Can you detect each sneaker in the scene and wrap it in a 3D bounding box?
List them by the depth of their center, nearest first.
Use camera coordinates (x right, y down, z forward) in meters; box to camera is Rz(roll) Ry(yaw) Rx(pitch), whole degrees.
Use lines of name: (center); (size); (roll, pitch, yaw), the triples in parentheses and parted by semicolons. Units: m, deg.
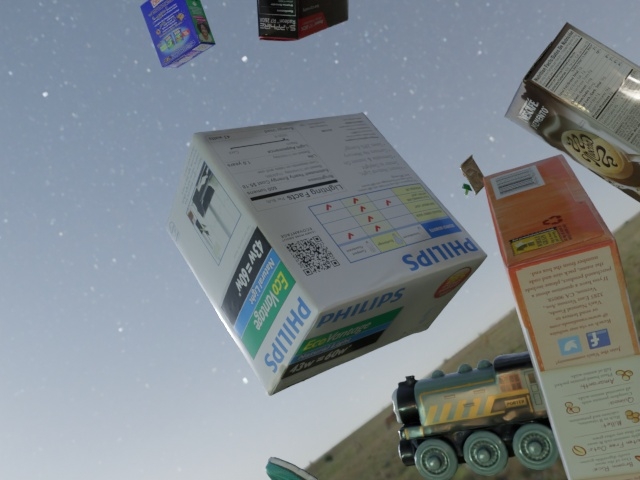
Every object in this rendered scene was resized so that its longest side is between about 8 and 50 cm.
sneaker: (-0.025, 0.535, 1.305); (0.110, 0.275, 0.107); (-40, 15, -32)

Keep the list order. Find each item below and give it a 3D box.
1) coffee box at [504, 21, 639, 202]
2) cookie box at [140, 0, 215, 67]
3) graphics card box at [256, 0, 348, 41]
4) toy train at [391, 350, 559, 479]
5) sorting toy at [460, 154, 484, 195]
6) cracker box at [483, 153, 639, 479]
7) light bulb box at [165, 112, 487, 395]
coffee box: (0.456, -0.185, 1.056); (0.118, 0.297, 0.168); (-53, -11, -4)
cookie box: (-0.226, -0.342, 1.070); (0.092, 0.107, 0.040); (-20, 0, 33)
graphics card box: (-0.030, -0.563, 1.209); (0.233, 0.094, 0.370); (-43, -42, -54)
toy train: (0.288, 0.310, 1.202); (0.334, 0.190, 0.142); (-17, -9, 23)
sorting toy: (0.261, -0.109, 1.179); (0.012, 0.062, 0.083); (-22, 11, 40)
cracker box: (0.183, 0.074, 0.487); (0.067, 0.232, 0.155); (-17, 21, 15)
light bulb box: (0.000, 0.000, 1.105); (0.358, 0.361, 0.225); (-15, -33, -36)
